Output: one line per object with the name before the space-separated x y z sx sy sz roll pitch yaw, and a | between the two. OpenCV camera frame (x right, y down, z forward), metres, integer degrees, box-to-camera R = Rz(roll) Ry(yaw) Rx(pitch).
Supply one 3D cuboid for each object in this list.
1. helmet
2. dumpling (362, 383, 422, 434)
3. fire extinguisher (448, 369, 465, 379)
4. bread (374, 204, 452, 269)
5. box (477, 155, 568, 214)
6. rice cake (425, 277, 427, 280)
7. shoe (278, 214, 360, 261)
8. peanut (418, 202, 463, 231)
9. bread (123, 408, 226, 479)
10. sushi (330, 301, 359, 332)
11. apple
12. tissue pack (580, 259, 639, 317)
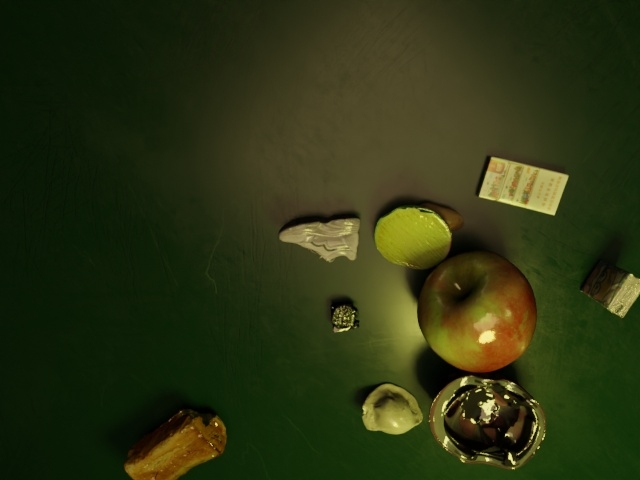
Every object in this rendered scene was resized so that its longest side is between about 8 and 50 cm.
helmet | 0.484 0.511 1.374 0.338 0.197 0.271 13 97 5
dumpling | 0.231 0.537 1.459 0.111 0.181 0.155 -28 66 45
fire extinguisher | 0.450 0.421 1.447 0.083 0.022 0.028 -28 137 10
bread | 0.267 -0.010 1.320 0.228 0.033 0.228 9 129 11
box | 0.573 -0.157 1.296 0.220 0.032 0.122 14 104 2
rice cake | 0.335 0.202 1.401 0.042 0.030 0.180 4 103 10
shoe | 0.000 0.000 1.355 0.245 0.095 0.138 -5 100 0
peanut | 0.341 -0.064 1.319 0.152 0.076 0.076 15 104 -1
bread | -0.482 0.695 1.533 0.344 0.149 0.195 -34 109 11
sushi | 0.078 0.236 1.424 0.084 0.056 0.083 -8 95 8
apple | 0.432 0.201 1.255 0.319 0.319 0.277 -42 124 13
tissue pack | 0.814 0.130 1.277 0.065 0.155 0.116 26 103 -3
